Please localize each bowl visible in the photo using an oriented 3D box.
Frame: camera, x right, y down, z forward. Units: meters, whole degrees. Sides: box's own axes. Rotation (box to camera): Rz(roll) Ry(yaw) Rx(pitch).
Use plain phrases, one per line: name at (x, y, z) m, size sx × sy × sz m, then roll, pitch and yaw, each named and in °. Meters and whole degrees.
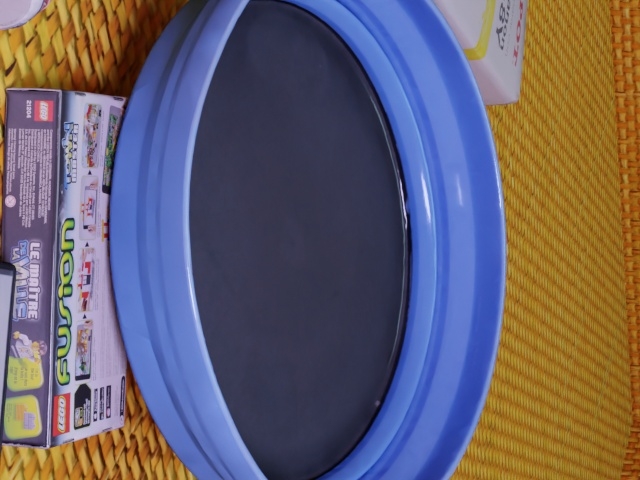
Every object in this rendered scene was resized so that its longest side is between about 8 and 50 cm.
bowl at (0.000, 0.000, 1.280) m, size 0.391 × 0.077 × 0.391 m, roll 8°, pitch 81°, yaw -56°

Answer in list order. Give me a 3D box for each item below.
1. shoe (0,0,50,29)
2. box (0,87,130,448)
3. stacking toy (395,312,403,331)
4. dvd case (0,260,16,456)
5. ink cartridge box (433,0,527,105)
shoe at (-0.162, -0.208, 1.042) m, size 0.081 × 0.063 × 0.178 m, roll -50°, pitch 145°, yaw -65°
box at (-0.150, 0.014, 1.148) m, size 0.114 × 0.036 × 0.207 m, roll -2°, pitch 95°, yaw -73°
stacking toy at (-0.009, 0.006, 1.468) m, size 0.175 × 0.165 × 0.302 m, roll -48°, pitch 124°, yaw -50°
dvd case at (-0.213, 0.130, 0.991) m, size 0.180 × 0.022 × 0.253 m, roll 16°, pitch 77°, yaw -72°
ink cartridge box at (0.067, -0.295, 1.588) m, size 0.384 × 0.160 × 0.279 m, roll 38°, pitch 57°, yaw -69°
